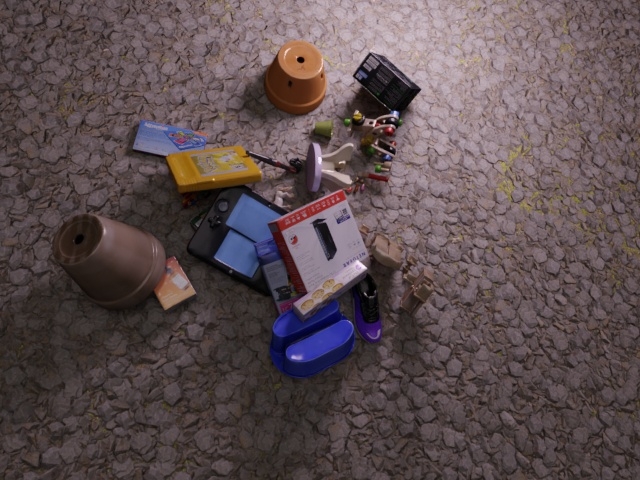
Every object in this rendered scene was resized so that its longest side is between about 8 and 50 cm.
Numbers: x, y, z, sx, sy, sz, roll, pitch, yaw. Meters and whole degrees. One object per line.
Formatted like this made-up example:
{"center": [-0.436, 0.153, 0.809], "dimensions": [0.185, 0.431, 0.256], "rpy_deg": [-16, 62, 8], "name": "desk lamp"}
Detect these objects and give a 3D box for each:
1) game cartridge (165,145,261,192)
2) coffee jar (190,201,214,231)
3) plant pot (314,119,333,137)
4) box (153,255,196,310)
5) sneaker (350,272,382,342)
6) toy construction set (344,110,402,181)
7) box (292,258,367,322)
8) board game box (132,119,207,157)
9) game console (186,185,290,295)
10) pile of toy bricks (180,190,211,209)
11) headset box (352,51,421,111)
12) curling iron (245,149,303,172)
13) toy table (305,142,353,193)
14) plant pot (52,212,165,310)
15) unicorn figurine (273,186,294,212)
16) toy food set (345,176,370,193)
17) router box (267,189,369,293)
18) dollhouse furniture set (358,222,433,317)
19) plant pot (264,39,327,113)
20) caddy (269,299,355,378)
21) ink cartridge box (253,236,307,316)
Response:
{"center": [-0.431, -0.292, 1.838], "dimensions": [0.324, 0.052, 0.285], "rpy_deg": [-11, 37, -24], "name": "game cartridge"}
{"center": [-0.434, -0.100, 1.865], "dimensions": [0.079, 0.096, 0.184], "rpy_deg": [46, 71, 2], "name": "coffee jar"}
{"center": [0.015, -0.505, 2.083], "dimensions": [0.079, 0.083, 0.083], "rpy_deg": [5, 73, 5], "name": "plant pot"}
{"center": [-0.571, 0.170, 1.763], "dimensions": [0.130, 0.091, 0.170], "rpy_deg": [-31, 82, -17], "name": "box"}
{"center": [0.188, 0.262, 1.845], "dimensions": [0.102, 0.146, 0.293], "rpy_deg": [-9, 75, -13], "name": "sneaker"}
{"center": [0.215, -0.433, 2.048], "dimensions": [0.237, 0.257, 0.308], "rpy_deg": [12, 91, 11], "name": "toy construction set"}
{"center": [0.039, 0.188, 1.752], "dimensions": [0.324, 0.063, 0.067], "rpy_deg": [-32, 61, -24], "name": "box"}
{"center": [-0.634, -0.416, 1.957], "dimensions": [0.282, 0.027, 0.145], "rpy_deg": [11, 74, -7], "name": "board game box"}
{"center": [-0.280, -0.011, 1.831], "dimensions": [0.387, 0.060, 0.341], "rpy_deg": [32, 74, -15], "name": "game console"}
{"center": [-0.504, -0.237, 1.888], "dimensions": [0.105, 0.118, 0.212], "rpy_deg": [39, 69, 19], "name": "pile of toy bricks"}
{"center": [0.310, -0.718, 2.098], "dimensions": [0.246, 0.131, 0.283], "rpy_deg": [43, 27, 4], "name": "headset box"}
{"center": [-0.194, -0.341, 1.962], "dimensions": [0.274, 0.035, 0.068], "rpy_deg": [8, 76, -33], "name": "curling iron"}
{"center": [0.034, -0.303, 1.946], "dimensions": [0.161, 0.252, 0.274], "rpy_deg": [6, 47, -11], "name": "toy table"}
{"center": [-0.758, 0.052, 1.613], "dimensions": [0.323, 0.280, 0.323], "rpy_deg": [-5, 65, 11], "name": "plant pot"}
{"center": [-0.174, -0.156, 1.955], "dimensions": [0.111, 0.060, 0.161], "rpy_deg": [9, 59, 2], "name": "unicorn figurine"}
{"center": [0.159, -0.245, 2.056], "dimensions": [0.122, 0.019, 0.077], "rpy_deg": [-23, 79, -16], "name": "toy food set"}
{"center": [0.000, 0.000, 1.813], "dimensions": [0.336, 0.082, 0.301], "rpy_deg": [-29, 101, -31], "name": "router box"}
{"center": [0.258, 0.122, 1.865], "dimensions": [0.356, 0.303, 0.173], "rpy_deg": [33, 108, 2], "name": "dollhouse furniture set"}
{"center": [-0.100, -0.745, 2.061], "dimensions": [0.291, 0.203, 0.290], "rpy_deg": [3, 72, -10], "name": "plant pot"}
{"center": [-0.029, 0.372, 1.762], "dimensions": [0.342, 0.179, 0.241], "rpy_deg": [-23, 56, -18], "name": "caddy"}
{"center": [-0.128, 0.128, 1.828], "dimensions": [0.186, 0.065, 0.311], "rpy_deg": [-20, 94, -17], "name": "ink cartridge box"}
